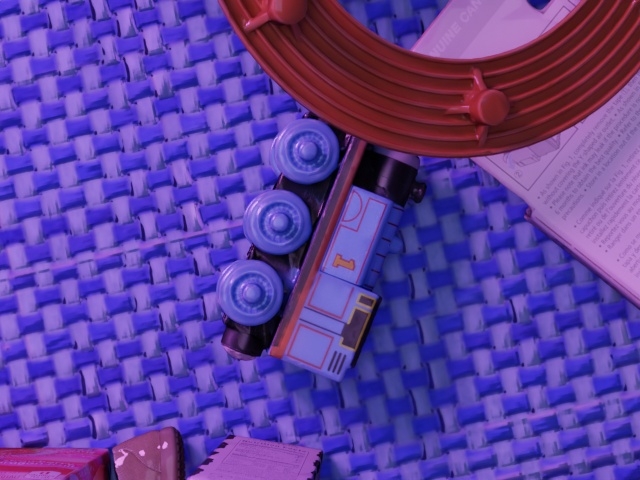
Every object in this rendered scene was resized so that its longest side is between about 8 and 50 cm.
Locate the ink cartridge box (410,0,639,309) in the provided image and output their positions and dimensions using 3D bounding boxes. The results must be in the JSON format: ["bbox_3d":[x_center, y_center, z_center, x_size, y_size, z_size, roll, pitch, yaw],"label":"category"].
[{"bbox_3d":[0.230,-0.127,0.917,0.261,0.066,0.296,39,91,3],"label":"ink cartridge box"}]

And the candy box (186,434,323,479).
[{"bbox_3d":[-0.049,0.215,0.863,0.070,0.196,0.165,9,90,3],"label":"candy box"}]

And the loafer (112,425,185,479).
[{"bbox_3d":[-0.116,0.199,0.942,0.050,0.056,0.148,0,79,4],"label":"loafer"}]

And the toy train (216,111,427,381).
[{"bbox_3d":[0.000,0.000,0.927,0.105,0.080,0.184,22,88,-6],"label":"toy train"}]

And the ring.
[{"bbox_3d":[0.087,-0.214,0.812,0.336,0.032,0.337,-3,98,-18],"label":"ring"}]

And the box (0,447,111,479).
[{"bbox_3d":[-0.294,0.209,0.903,0.300,0.154,0.142,0,90,2],"label":"box"}]
